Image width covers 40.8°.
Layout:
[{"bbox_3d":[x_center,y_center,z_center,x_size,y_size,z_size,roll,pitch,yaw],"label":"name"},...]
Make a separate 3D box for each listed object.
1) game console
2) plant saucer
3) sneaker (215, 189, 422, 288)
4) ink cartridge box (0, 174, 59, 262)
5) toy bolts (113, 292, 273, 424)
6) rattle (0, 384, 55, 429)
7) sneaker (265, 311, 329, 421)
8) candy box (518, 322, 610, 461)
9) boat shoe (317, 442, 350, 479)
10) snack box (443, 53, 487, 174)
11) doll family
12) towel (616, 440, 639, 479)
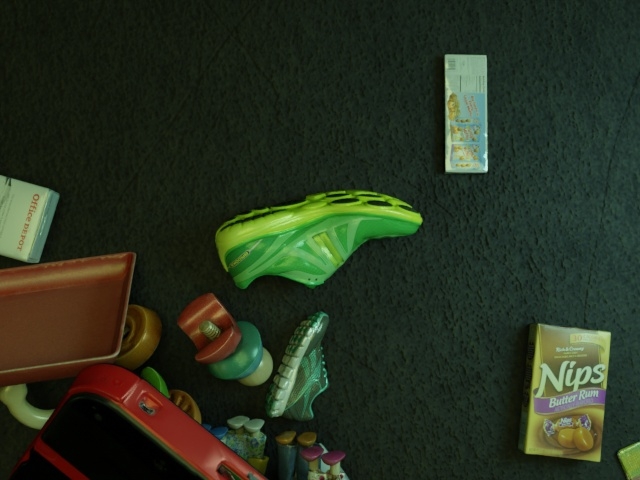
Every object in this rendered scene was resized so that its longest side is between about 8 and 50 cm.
[{"bbox_3d":[-0.206,0.356,1.117,0.386,0.060,0.342,40,130,-1],"label":"game console"},{"bbox_3d":[-0.383,0.113,1.162,0.258,0.258,0.048,-7,120,-3],"label":"plant saucer"},{"bbox_3d":[0.000,0.000,1.241,0.295,0.109,0.124,-10,109,-4],"label":"sneaker"},{"bbox_3d":[-0.467,-0.039,1.239,0.150,0.063,0.109,16,85,-1],"label":"ink cartridge box"},{"bbox_3d":[-0.184,0.180,1.220,0.228,0.158,0.218,-35,47,6],"label":"toy bolts"},{"bbox_3d":[-0.367,0.213,1.241,0.199,0.142,0.130,34,74,-35],"label":"rattle"},{"bbox_3d":[-0.017,0.185,1.242,0.076,0.065,0.167,25,88,-16],"label":"sneaker"},{"bbox_3d":[0.352,0.218,1.245,0.109,0.053,0.187,6,84,0],"label":"candy box"},{"bbox_3d":[0.037,0.434,1.198,0.102,0.108,0.301,-27,94,-5],"label":"boat shoe"},{"bbox_3d":[0.216,-0.189,1.289,0.064,0.022,0.178,1,85,-2],"label":"snack box"},{"bbox_3d":[-0.060,0.333,1.154,0.262,0.118,0.163,7,100,21],"label":"doll family"},{"bbox_3d":[0.480,0.321,1.261,0.083,0.009,0.060,-24,86,-4],"label":"towel"}]
